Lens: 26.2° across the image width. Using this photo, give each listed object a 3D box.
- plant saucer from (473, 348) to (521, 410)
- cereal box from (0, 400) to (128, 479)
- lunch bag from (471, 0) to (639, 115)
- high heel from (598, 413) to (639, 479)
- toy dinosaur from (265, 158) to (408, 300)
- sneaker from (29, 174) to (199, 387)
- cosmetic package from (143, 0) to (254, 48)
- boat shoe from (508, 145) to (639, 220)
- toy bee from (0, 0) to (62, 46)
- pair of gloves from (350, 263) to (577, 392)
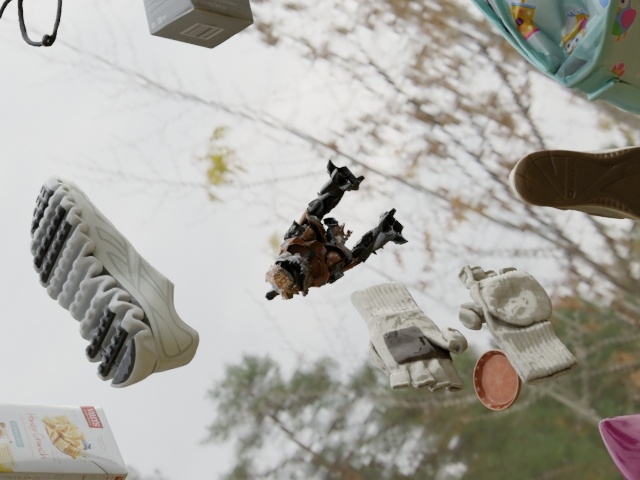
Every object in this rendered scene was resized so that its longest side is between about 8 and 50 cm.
[{"bbox_3d":[0.244,0.191,1.880,0.013,0.083,0.083,2,-62,-40],"label":"plant saucer"},{"bbox_3d":[-0.455,0.340,2.278,0.240,0.173,0.047,6,-58,-32],"label":"cereal box"},{"bbox_3d":[0.225,-0.224,1.092,0.223,0.160,0.262,9,-109,-54],"label":"lunch bag"},{"bbox_3d":[0.534,0.226,1.734,0.377,0.181,0.127,-19,-35,-34],"label":"high heel"},{"bbox_3d":[0.000,0.000,2.135,0.218,0.164,0.322,-45,18,15],"label":"toy dinosaur"},{"bbox_3d":[-0.242,0.043,1.578,0.118,0.292,0.110,-5,-39,-42],"label":"sneaker"},{"bbox_3d":[-0.189,-0.403,1.943,0.127,0.107,0.238,3,-110,-48],"label":"cosmetic package"},{"bbox_3d":[0.477,-0.095,2.221,0.110,0.341,0.121,-64,-18,-89],"label":"boat shoe"},{"bbox_3d":[-0.382,-0.135,1.219,0.162,0.195,0.298,6,-65,-48],"label":"toy bee"},{"bbox_3d":[0.173,0.102,1.671,0.240,0.204,0.042,-8,-50,-9],"label":"pair of gloves"}]
